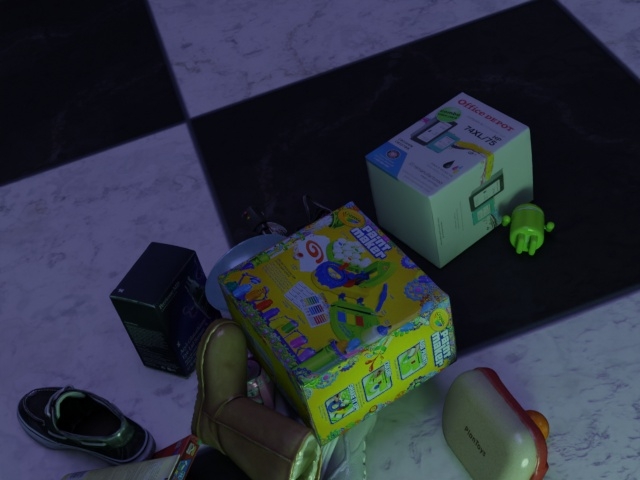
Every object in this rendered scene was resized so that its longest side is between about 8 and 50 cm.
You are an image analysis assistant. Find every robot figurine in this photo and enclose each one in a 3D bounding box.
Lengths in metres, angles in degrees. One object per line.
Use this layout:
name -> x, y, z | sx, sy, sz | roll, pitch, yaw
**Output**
robot figurine -> 0.407, -0.026, 1.931 | 0.101, 0.067, 0.115 | 7, 46, 9

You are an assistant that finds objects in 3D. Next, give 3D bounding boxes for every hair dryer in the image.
hair dryer -> 0.000, 0.000, 1.982 | 0.223, 0.080, 0.293 | -13, 51, -36

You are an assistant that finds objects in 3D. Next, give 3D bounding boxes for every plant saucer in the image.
plant saucer -> -0.122, 0.070, 1.839 | 0.194, 0.037, 0.195 | -17, 41, 16

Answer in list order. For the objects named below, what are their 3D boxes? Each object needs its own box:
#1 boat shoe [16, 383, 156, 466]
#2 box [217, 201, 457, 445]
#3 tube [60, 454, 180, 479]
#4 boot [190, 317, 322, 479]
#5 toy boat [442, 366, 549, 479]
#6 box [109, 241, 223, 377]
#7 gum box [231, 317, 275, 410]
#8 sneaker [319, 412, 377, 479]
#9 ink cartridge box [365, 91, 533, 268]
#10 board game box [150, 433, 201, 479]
boat shoe -> -0.439, 0.313, 1.776 | 0.335, 0.119, 0.121 | 8, 49, 33
box -> 0.028, 0.131, 1.644 | 0.279, 0.177, 0.290 | -29, 47, -14
tube -> -0.338, 0.410, 1.639 | 0.240, 0.062, 0.070 | -17, 76, 33
boot -> -0.097, 0.273, 1.583 | 0.089, 0.236, 0.269 | -4, 16, -40
toy boat -> 0.304, 0.307, 1.587 | 0.151, 0.151, 0.231 | -1, 35, -30
box -> -0.288, 0.131, 1.866 | 0.108, 0.207, 0.153 | 10, 49, 26
gum box -> -0.123, 0.219, 1.801 | 0.062, 0.107, 0.188 | -9, 43, 6
sneaker -> 0.046, 0.389, 1.598 | 0.121, 0.099, 0.262 | 20, 61, 23
ink cartridge box -> 0.265, -0.126, 1.981 | 0.270, 0.197, 0.198 | -35, 46, -20
board game box -> -0.292, 0.456, 1.601 | 0.145, 0.027, 0.281 | -35, 23, 45
